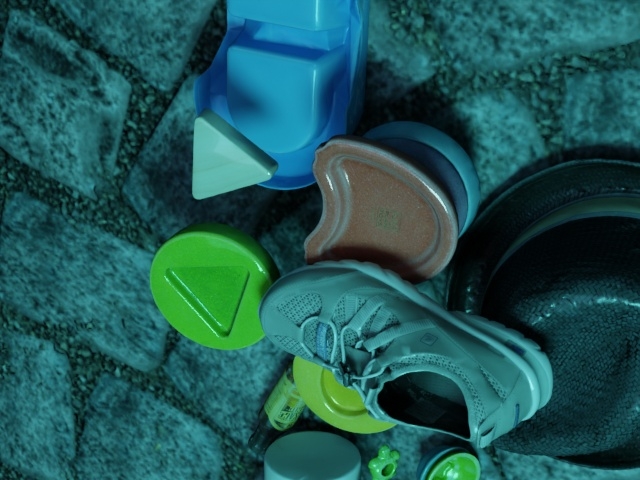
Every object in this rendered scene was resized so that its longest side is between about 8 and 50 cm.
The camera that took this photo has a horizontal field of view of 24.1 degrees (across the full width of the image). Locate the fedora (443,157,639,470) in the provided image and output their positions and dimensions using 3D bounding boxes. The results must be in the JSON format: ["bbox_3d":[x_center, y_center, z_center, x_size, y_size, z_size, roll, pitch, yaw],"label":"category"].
[{"bbox_3d":[0.236,0.094,1.348,0.334,0.152,0.334,12,116,25],"label":"fedora"}]

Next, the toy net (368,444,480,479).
[{"bbox_3d":[0.087,0.313,1.552,0.045,0.122,0.232,38,125,48],"label":"toy net"}]

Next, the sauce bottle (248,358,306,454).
[{"bbox_3d":[-0.041,0.181,1.612,0.042,0.042,0.128,36,127,10],"label":"sauce bottle"}]

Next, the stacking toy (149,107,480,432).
[{"bbox_3d":[0.000,0.000,1.425,0.279,0.130,0.309,22,125,8],"label":"stacking toy"}]

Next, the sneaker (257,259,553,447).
[{"bbox_3d":[0.054,0.097,1.295,0.281,0.115,0.105,15,125,31],"label":"sneaker"}]

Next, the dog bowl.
[{"bbox_3d":[-0.031,-0.198,1.415,0.166,0.074,0.297,14,117,23],"label":"dog bowl"}]

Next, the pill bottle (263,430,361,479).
[{"bbox_3d":[-0.009,0.327,1.604,0.131,0.131,0.229,13,117,24],"label":"pill bottle"}]
